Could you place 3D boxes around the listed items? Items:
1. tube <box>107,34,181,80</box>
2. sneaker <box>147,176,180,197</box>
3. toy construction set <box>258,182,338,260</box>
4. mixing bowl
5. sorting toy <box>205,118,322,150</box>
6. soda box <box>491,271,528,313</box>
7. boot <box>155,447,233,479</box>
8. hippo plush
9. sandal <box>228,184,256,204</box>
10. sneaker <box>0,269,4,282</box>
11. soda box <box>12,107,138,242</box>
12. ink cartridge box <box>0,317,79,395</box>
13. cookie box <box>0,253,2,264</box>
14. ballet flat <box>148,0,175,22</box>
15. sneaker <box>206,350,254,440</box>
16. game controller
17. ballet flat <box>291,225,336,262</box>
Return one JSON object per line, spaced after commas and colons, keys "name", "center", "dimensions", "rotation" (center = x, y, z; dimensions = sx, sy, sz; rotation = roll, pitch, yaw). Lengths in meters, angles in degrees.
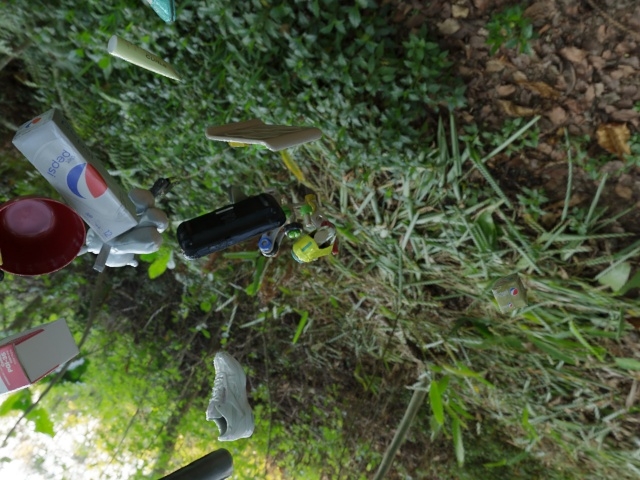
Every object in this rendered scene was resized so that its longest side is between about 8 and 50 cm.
{"name": "tube", "center": [-0.581, -0.606, 1.526], "dimensions": [0.062, 0.070, 0.240], "rotation": [0, 172, 39]}
{"name": "sneaker", "center": [-0.626, -0.189, 1.762], "dimensions": [0.051, 0.170, 0.089], "rotation": [48, 177, 6]}
{"name": "toy construction set", "center": [-0.067, -0.080, 1.504], "dimensions": [0.257, 0.238, 0.308], "rotation": [-26, 155, 28]}
{"name": "mixing bowl", "center": [-0.603, -0.028, 0.958], "dimensions": [0.098, 0.181, 0.181], "rotation": [40, 170, 40]}
{"name": "sorting toy", "center": [-0.130, -0.242, 1.062], "dimensions": [0.208, 0.193, 0.038], "rotation": [18, 120, 31]}
{"name": "soda box", "center": [0.447, 0.121, 1.074], "dimensions": [0.058, 0.061, 0.181], "rotation": [-25, 172, 23]}
{"name": "boot", "center": [-0.248, 0.426, 0.785], "dimensions": [0.208, 0.076, 0.190], "rotation": [-8, 158, -27]}
{"name": "hippo plush", "center": [-0.594, 0.004, 1.406], "dimensions": [0.234, 0.295, 0.237], "rotation": [20, 152, -5]}
{"name": "sandal", "center": [-0.249, -0.125, 1.685], "dimensions": [0.086, 0.120, 0.302], "rotation": [-18, 157, 19]}
{"name": "sneaker", "center": [-0.840, 0.049, 0.979], "dimensions": [0.121, 0.108, 0.302], "rotation": [32, -170, 23]}
{"name": "soda box", "center": [-0.527, -0.137, 1.008], "dimensions": [0.098, 0.091, 0.286], "rotation": [54, 172, 52]}
{"name": "ink cartridge box", "center": [-0.836, 0.327, 1.204], "dimensions": [0.207, 0.282, 0.117], "rotation": [-69, -40, -80]}
{"name": "cookie box", "center": [-0.478, -0.003, 0.581], "dimensions": [0.040, 0.107, 0.092], "rotation": [17, 113, 39]}
{"name": "ballet flat", "center": [-0.392, -0.619, 1.059], "dimensions": [0.087, 0.248, 0.083], "rotation": [-4, 168, -27]}
{"name": "sneaker", "center": [-0.326, 0.532, 1.572], "dimensions": [0.152, 0.305, 0.114], "rotation": [0, 151, -43]}
{"name": "game controller", "center": [-0.265, -0.048, 1.348], "dimensions": [0.166, 0.318, 0.067], "rotation": [-130, 23, -53]}
{"name": "ballet flat", "center": [0.000, 0.000, 1.170], "dimensions": [0.077, 0.077, 0.231], "rotation": [45, -159, 6]}
